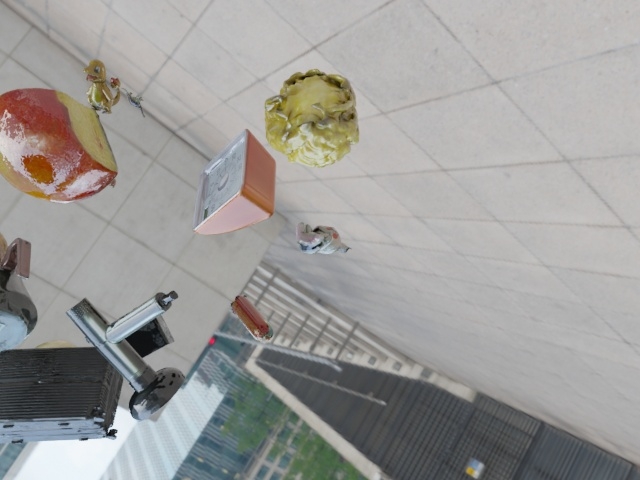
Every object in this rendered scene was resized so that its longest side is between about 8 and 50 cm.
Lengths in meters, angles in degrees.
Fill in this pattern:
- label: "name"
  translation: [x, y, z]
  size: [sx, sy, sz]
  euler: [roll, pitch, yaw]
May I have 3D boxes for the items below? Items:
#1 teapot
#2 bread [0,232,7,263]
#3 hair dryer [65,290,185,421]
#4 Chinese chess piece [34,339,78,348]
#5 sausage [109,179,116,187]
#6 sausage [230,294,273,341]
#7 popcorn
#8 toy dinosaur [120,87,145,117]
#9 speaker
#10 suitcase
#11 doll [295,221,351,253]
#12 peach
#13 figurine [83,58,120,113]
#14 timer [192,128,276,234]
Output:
- label: "teapot"
  translation: [-1.185, 0.181, 2.003]
  size: [0.305, 0.376, 0.361]
  euler: [33, -161, -46]
- label: "bread"
  translation: [-0.930, -0.001, 1.348]
  size: [0.312, 0.172, 0.312]
  euler: [17, 150, 10]
- label: "hair dryer"
  translation: [-0.419, 0.256, 1.282]
  size: [0.284, 0.155, 0.320]
  euler: [-16, 113, 38]
- label: "Chinese chess piece"
  translation: [-0.816, 0.445, 1.730]
  size: [0.270, 0.270, 0.112]
  euler: [28, -148, 19]
- label: "sausage"
  translation: [-0.806, -0.222, 2.035]
  size: [0.158, 0.042, 0.036]
  euler: [13, -166, 35]
- label: "sausage"
  translation: [-0.227, 0.272, 1.870]
  size: [0.083, 0.083, 0.264]
  euler: [40, 177, -35]
- label: "popcorn"
  translation: [-0.022, -0.285, 1.294]
  size: [0.250, 0.250, 0.190]
  euler: [23, 153, 40]
- label: "toy dinosaur"
  translation: [-0.742, -0.566, 2.201]
  size: [0.037, 0.058, 0.180]
  euler: [3, 154, 26]
- label: "speaker"
  translation: [-0.707, 0.367, 2.064]
  size: [0.184, 0.254, 0.232]
  euler: [62, 168, 2]
- label: "suitcase"
  translation: [-0.704, 0.405, 1.471]
  size: [0.335, 0.229, 0.152]
  euler: [-1, 138, -2]
- label: "doll"
  translation: [0.000, 0.000, 1.854]
  size: [0.149, 0.095, 0.192]
  euler: [27, -164, 33]
- label: "peach"
  translation: [-0.783, -0.264, 1.584]
  size: [0.380, 0.306, 0.242]
  euler: [1, 178, 15]
- label: "figurine"
  translation: [-0.720, -0.518, 1.832]
  size: [0.121, 0.122, 0.176]
  euler: [21, 132, 25]
- label: "timer"
  translation: [-0.267, -0.154, 1.631]
  size: [0.250, 0.257, 0.161]
  euler: [-21, 140, 25]
